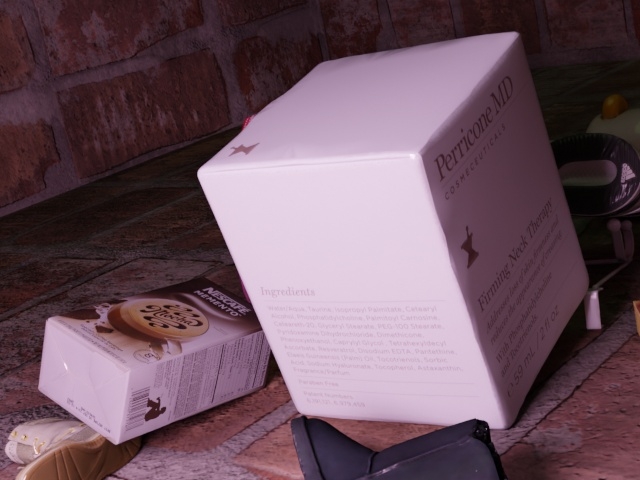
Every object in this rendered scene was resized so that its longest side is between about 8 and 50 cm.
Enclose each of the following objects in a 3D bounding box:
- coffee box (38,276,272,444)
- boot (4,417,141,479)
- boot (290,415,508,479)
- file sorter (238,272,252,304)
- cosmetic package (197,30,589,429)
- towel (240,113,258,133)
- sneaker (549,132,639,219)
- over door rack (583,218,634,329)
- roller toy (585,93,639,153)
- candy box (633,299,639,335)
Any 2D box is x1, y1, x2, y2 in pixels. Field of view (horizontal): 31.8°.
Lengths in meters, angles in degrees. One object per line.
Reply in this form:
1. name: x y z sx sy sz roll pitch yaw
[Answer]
1. coffee box: -0.220 0.159 1.572 0.168 0.119 0.297 26 24 32
2. boot: -0.363 0.290 1.489 0.165 0.077 0.213 -3 12 31
3. boot: 0.085 0.247 1.227 0.207 0.094 0.246 -18 22 -5
4. file sorter: 0.000 0.000 2.000 0.290 0.202 0.182 -19 15 -20
5. cosmetic package: 0.110 -0.011 1.469 0.327 0.394 0.329 -2 32 36
6. towel: -0.079 -0.160 1.977 0.274 0.031 0.199 -9 56 50
7. sneaker: 0.373 -0.090 1.881 0.447 0.169 0.257 9 -3 41
8. over door rack: 0.346 0.039 1.749 0.239 0.108 0.324 -6 17 27
9. roller toy: 0.570 -0.147 2.066 0.146 0.209 0.191 -3 55 37
10. candy box: 0.476 0.122 1.447 0.109 0.053 0.187 -10 17 8
